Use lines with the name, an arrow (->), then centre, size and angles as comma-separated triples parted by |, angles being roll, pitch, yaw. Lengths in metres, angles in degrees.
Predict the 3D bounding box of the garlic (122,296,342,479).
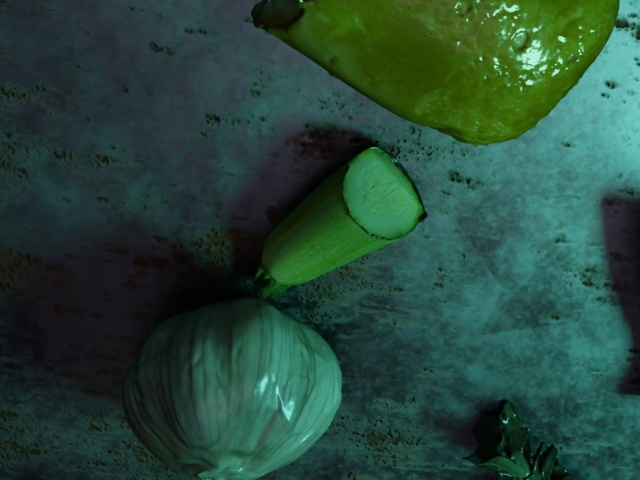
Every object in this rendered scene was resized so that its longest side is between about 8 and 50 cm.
garlic -> -0.129, 0.222, 1.716 | 0.317, 0.259, 0.317 | 2, 142, 1

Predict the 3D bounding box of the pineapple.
pineapple -> 0.342, 0.374, 1.829 | 0.277, 0.119, 0.130 | 44, 132, -14

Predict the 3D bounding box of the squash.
squash -> -0.009, -0.005, 1.664 | 0.287, 0.137, 0.137 | -31, 110, 22

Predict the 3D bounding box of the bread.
bread -> 0.150, -0.303, 1.417 | 0.394, 0.250, 0.361 | 33, 117, -12
